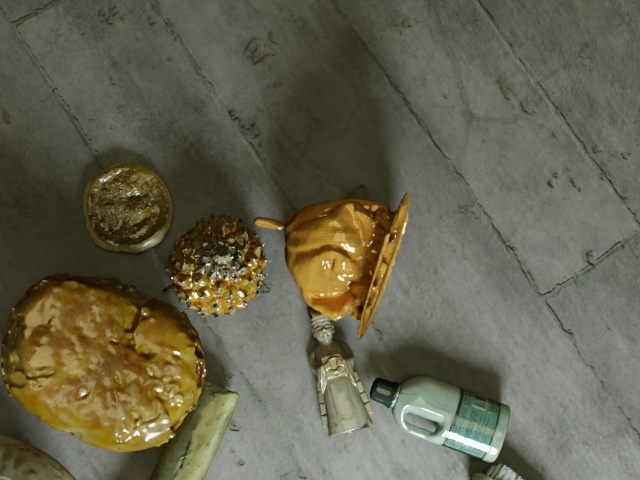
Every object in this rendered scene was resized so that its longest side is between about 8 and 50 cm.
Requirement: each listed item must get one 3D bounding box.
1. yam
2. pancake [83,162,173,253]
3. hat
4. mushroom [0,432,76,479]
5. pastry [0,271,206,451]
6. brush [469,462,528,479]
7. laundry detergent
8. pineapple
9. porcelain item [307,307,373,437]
[{"bbox_3d":[-0.235,0.389,1.632,0.083,0.083,0.372,26,76,-1],"label":"yam"},{"bbox_3d":[-0.317,-0.053,1.744,0.158,0.028,0.158,1,76,-5],"label":"pancake"},{"bbox_3d":[0.000,0.000,1.692,0.233,0.244,0.233,19,65,10],"label":"hat"},{"bbox_3d":[-0.494,0.447,1.471,0.362,0.294,0.362,1,79,-7],"label":"mushroom"},{"bbox_3d":[-0.334,0.185,1.620,0.310,0.162,0.255,30,65,-10],"label":"pastry"},{"bbox_3d":[0.381,0.466,1.700,0.327,0.070,0.065,39,66,1],"label":"brush"},{"bbox_3d":[0.188,0.276,1.711,0.225,0.070,0.099,20,82,-3],"label":"laundry detergent"},{"bbox_3d":[-0.163,0.034,1.687,0.161,0.137,0.176,43,75,3],"label":"pineapple"},{"bbox_3d":[0.023,0.205,1.714,0.084,0.054,0.213,-15,79,-4],"label":"porcelain item"}]
